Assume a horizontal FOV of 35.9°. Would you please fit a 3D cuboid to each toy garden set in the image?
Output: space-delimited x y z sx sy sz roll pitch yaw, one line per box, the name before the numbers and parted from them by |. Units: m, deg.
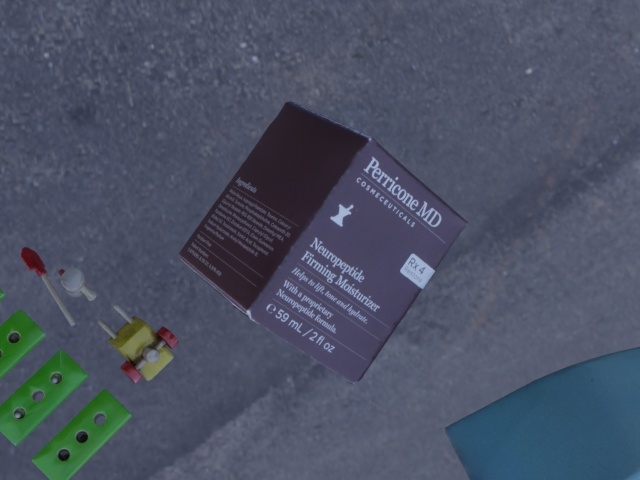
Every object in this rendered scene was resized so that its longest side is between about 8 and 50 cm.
toy garden set | -0.303 0.123 1.122 0.204 0.244 0.049 -45 170 -18

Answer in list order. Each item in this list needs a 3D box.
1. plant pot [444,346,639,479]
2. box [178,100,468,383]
plant pot | 0.292 0.230 1.065 0.234 0.165 0.165 -36 140 10
box | 0.000 0.000 1.005 0.168 0.167 0.203 36 88 -36
